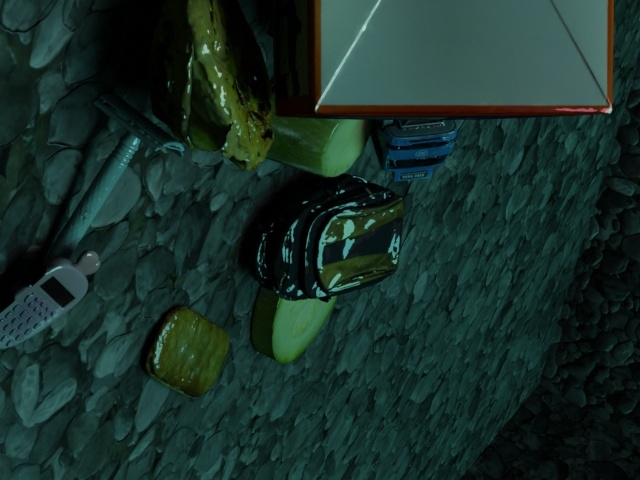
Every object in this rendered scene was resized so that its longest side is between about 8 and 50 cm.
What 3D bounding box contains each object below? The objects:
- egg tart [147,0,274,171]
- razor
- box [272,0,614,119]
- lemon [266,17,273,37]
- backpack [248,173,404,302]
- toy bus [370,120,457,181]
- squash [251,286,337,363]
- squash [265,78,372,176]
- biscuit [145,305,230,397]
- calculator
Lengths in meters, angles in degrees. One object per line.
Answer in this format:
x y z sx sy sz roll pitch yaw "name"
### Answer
-0.140 -0.204 1.615 0.297 0.132 0.297 -10 90 -84 "egg tart"
-0.264 -0.047 1.637 0.232 0.106 0.068 -57 159 9 "razor"
0.131 -0.297 1.610 0.257 0.349 0.318 -167 -105 -78 "box"
0.062 -0.330 1.837 0.253 0.228 0.228 -54 162 20 "lemon"
0.000 0.000 2.179 0.258 0.133 0.206 -18 116 -42 "backpack"
0.120 -0.214 2.091 0.113 0.246 0.134 -7 143 -11 "toy bus"
-0.031 0.081 2.350 0.252 0.049 0.252 -48 152 -37 "squash"
-0.008 -0.172 2.024 0.170 0.123 0.170 -42 151 -30 "squash"
-0.197 0.168 2.090 0.118 0.029 0.247 -67 159 -10 "biscuit"
-0.325 0.067 1.631 0.166 0.024 0.103 -39 154 -6 "calculator"
